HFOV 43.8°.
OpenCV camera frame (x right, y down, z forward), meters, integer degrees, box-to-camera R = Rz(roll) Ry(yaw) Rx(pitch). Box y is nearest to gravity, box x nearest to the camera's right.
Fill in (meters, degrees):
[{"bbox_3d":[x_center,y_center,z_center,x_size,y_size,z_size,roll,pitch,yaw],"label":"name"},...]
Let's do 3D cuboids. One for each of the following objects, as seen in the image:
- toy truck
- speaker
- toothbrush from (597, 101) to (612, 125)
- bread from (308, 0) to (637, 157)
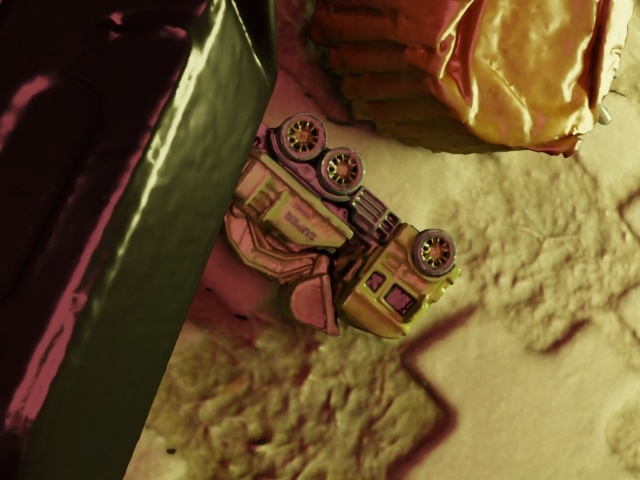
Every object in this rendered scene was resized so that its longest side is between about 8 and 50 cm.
[{"bbox_3d":[0.000,0.000,0.584,0.191,0.085,0.116,40,80,-14],"label":"toy truck"},{"bbox_3d":[-0.152,-0.030,0.436,0.180,0.184,0.388,19,77,1],"label":"speaker"},{"bbox_3d":[0.150,-0.250,0.700,0.386,0.040,0.040,46,69,-16],"label":"toothbrush"},{"bbox_3d":[0.134,-0.193,0.607,0.274,0.149,0.274,-6,105,-23],"label":"bread"}]
